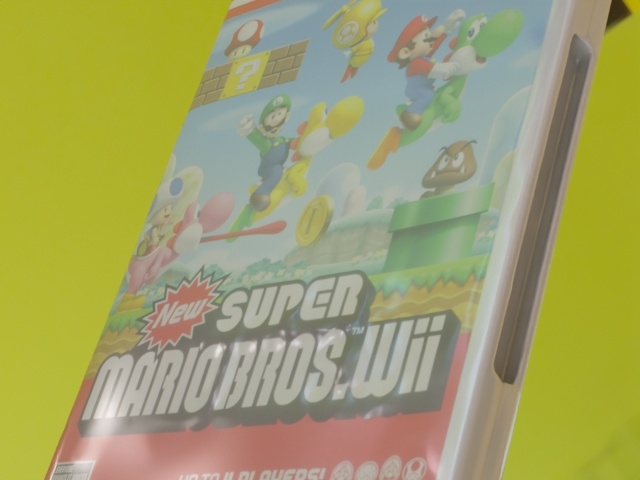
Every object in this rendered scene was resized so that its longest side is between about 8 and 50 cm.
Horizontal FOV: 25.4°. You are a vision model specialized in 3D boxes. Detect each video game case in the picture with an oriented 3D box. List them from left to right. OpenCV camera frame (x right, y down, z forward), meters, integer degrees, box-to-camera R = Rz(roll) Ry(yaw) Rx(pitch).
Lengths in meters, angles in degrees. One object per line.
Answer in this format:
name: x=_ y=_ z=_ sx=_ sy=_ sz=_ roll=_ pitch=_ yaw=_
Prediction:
video game case: x=0.000 y=0.000 z=0.533 sx=0.204 sy=0.285 sz=0.025 roll=-11 pitch=141 yaw=42
